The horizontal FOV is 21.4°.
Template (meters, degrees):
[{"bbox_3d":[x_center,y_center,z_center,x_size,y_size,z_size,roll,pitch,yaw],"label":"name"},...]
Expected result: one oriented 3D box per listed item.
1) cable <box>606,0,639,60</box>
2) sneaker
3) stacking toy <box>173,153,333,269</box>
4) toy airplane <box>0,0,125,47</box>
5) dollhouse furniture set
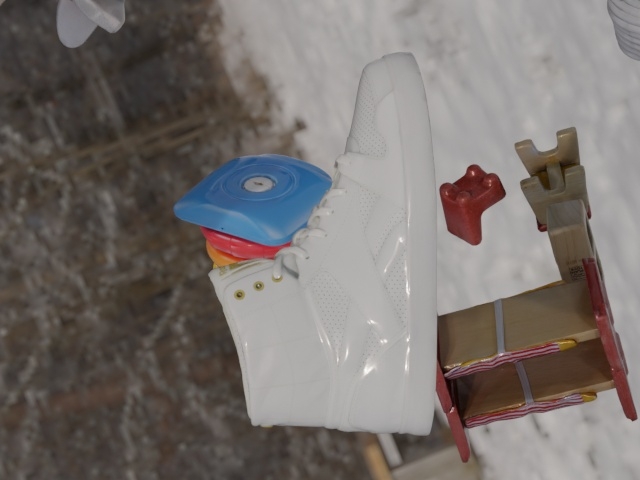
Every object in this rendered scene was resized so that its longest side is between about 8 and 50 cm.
[{"bbox_3d":[0.439,-0.266,1.833,0.257,0.257,0.089,-119,14,-58],"label":"cable"},{"bbox_3d":[0.000,0.000,1.279,0.108,0.169,0.292,113,158,-83],"label":"sneaker"},{"bbox_3d":[-0.068,0.055,2.165,0.166,0.175,0.301,-41,-43,-45],"label":"stacking toy"},{"bbox_3d":[-0.389,-0.371,2.018,0.272,0.384,0.386,-66,-28,-66],"label":"toy airplane"},{"bbox_3d":[0.226,0.052,1.921,0.374,0.201,0.152,-88,-20,-54],"label":"dollhouse furniture set"}]
